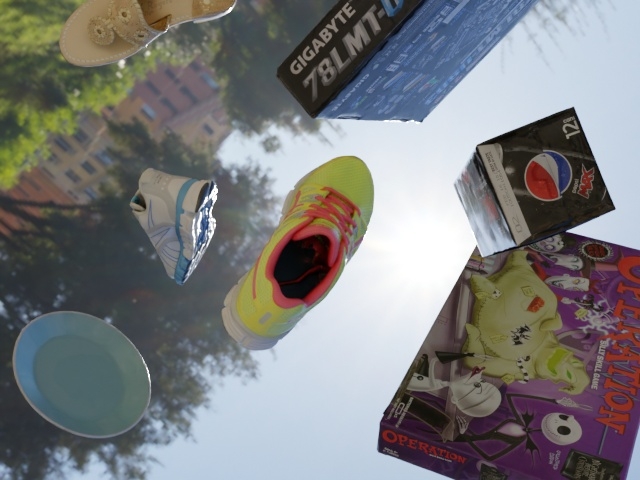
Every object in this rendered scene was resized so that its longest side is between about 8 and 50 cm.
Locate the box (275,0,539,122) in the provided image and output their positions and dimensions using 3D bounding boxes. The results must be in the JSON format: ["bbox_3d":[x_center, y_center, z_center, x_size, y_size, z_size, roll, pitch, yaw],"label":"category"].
[{"bbox_3d":[0.133,-0.247,0.912,0.295,0.073,0.293,-45,167,26],"label":"box"}]

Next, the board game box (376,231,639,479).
[{"bbox_3d":[0.215,0.104,0.846,0.208,0.056,0.347,19,-139,17],"label":"board game box"}]

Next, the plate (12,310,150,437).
[{"bbox_3d":[-0.306,0.173,1.111,0.024,0.188,0.188,-47,-162,32],"label":"plate"}]

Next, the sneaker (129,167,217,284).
[{"bbox_3d":[-0.159,-0.021,0.914,0.190,0.083,0.071,109,6,-59],"label":"sneaker"}]

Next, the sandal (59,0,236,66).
[{"bbox_3d":[-0.218,-0.293,1.087,0.240,0.088,0.079,-21,-178,-9],"label":"sandal"}]

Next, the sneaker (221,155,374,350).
[{"bbox_3d":[0.000,0.000,0.739,0.208,0.081,0.094,-61,-170,-31],"label":"sneaker"}]

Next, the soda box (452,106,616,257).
[{"bbox_3d":[0.117,-0.027,0.506,0.053,0.060,0.169,-21,175,3],"label":"soda box"}]
